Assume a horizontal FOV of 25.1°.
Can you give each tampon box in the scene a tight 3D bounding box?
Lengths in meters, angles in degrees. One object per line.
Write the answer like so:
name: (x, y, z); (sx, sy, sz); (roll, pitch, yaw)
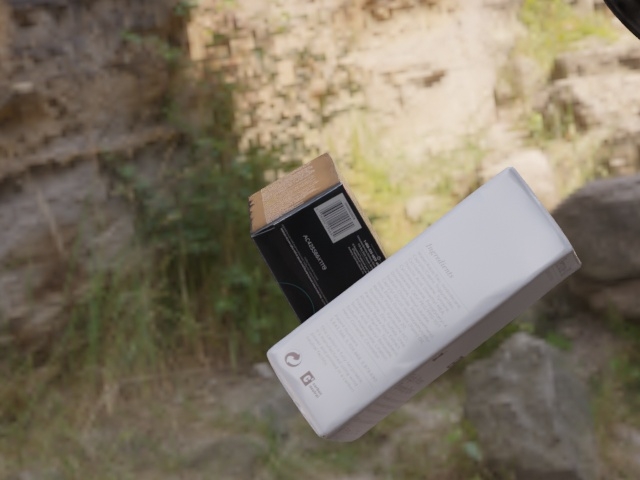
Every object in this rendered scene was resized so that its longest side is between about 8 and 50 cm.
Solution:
tampon box: (0.000, 0.000, 1.421); (0.101, 0.120, 0.161); (-29, 15, 4)

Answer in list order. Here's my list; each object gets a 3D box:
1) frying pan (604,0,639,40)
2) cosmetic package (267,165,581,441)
frying pan: (0.296, -0.256, 1.390); (0.326, 0.053, 0.197); (35, -11, 25)
cosmetic package: (0.082, 0.052, 1.091); (0.231, 0.085, 0.117); (-37, -14, 7)
